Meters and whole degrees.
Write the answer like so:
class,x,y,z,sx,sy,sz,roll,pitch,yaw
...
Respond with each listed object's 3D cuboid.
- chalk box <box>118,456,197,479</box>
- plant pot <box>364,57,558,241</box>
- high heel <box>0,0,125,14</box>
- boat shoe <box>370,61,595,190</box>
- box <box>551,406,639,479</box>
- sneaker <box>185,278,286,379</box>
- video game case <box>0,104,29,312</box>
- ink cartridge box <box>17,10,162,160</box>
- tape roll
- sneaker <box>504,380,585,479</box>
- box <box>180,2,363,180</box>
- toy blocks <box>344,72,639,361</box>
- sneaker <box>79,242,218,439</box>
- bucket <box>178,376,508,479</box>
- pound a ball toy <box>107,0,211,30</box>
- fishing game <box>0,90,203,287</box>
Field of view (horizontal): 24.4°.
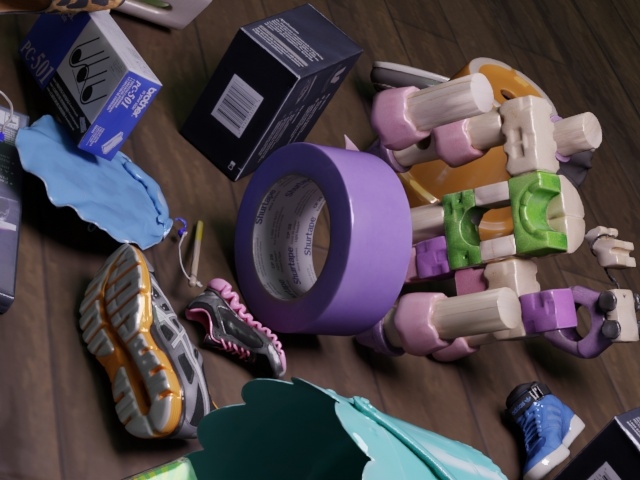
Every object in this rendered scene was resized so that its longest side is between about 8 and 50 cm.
class,x,y,z,sx,sy,sz,roll,pitch,yaw
chalk box,-0.160,0.263,0.953,0.289,0.180,0.179,-12,77,-49
plant pot,0.183,-0.110,1.791,0.205,0.188,0.205,25,34,-18
high heel,-0.329,-0.210,1.445,0.261,0.093,0.186,11,59,-10
boat shoe,0.210,-0.140,1.943,0.335,0.095,0.112,20,-2,-18
box,0.338,0.244,1.513,0.207,0.153,0.108,-10,54,-48
sneaker,-0.084,0.094,1.423,0.057,0.047,0.119,-33,71,-33
video game case,-0.369,-0.062,1.364,0.196,0.026,0.274,21,36,-23
ink cartridge box,-0.240,-0.177,1.520,0.046,0.097,0.207,24,20,-40
tape roll,0.000,0.000,1.476,0.080,0.189,0.189,5,43,-39
sneaker,0.222,0.196,1.551,0.084,0.058,0.152,46,29,6
box,-0.055,-0.170,1.675,0.093,0.156,0.158,42,32,11
toy blocks,0.152,-0.005,1.624,0.309,0.260,0.288,6,74,-50
sneaker,-0.152,0.094,1.326,0.083,0.084,0.215,23,35,-43
bucket,0.013,0.251,1.100,0.183,0.281,0.281,17,36,-36
pound a ball toy,-0.287,-0.315,1.701,0.319,0.136,0.208,14,64,-31
fishing game,-0.228,-0.054,1.463,0.264,0.041,0.189,33,21,-21
